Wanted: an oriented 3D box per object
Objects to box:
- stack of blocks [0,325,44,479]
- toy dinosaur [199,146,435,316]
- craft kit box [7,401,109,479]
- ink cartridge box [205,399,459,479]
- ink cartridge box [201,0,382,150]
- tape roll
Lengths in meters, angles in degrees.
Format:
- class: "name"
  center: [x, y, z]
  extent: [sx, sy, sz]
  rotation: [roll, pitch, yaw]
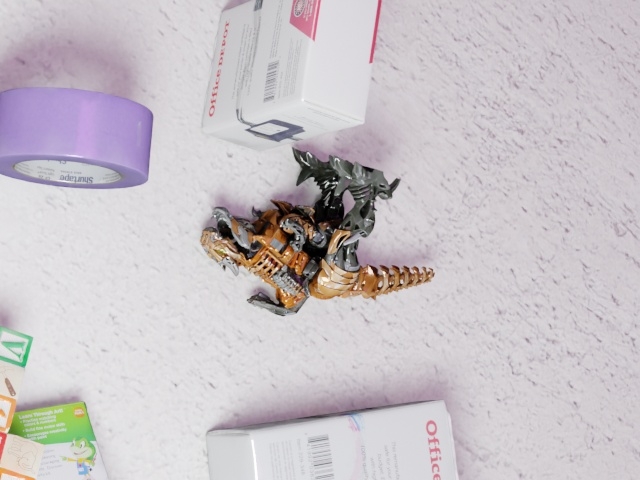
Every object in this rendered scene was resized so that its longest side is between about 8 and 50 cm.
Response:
- class: "stack of blocks"
  center: [-0.395, 0.232, 1.692]
  extent: [0.171, 0.087, 0.297]
  rotation: [20, 51, -16]
- class: "toy dinosaur"
  center: [0.000, 0.000, 2.047]
  extent: [0.322, 0.164, 0.218]
  rotation: [17, 89, -49]
- class: "craft kit box"
  center: [-0.350, 0.316, 1.753]
  extent: [0.250, 0.061, 0.246]
  rotation: [-6, 65, -33]
- class: "ink cartridge box"
  center: [0.021, 0.334, 1.999]
  extent: [0.306, 0.131, 0.226]
  rotation: [-4, 85, -34]
- class: "ink cartridge box"
  center: [-0.039, -0.221, 1.968]
  extent: [0.100, 0.237, 0.172]
  rotation: [17, 75, -33]
- class: "tape roll"
  center: [-0.292, -0.117, 1.821]
  extent: [0.189, 0.189, 0.080]
  rotation: [9, 78, -31]
